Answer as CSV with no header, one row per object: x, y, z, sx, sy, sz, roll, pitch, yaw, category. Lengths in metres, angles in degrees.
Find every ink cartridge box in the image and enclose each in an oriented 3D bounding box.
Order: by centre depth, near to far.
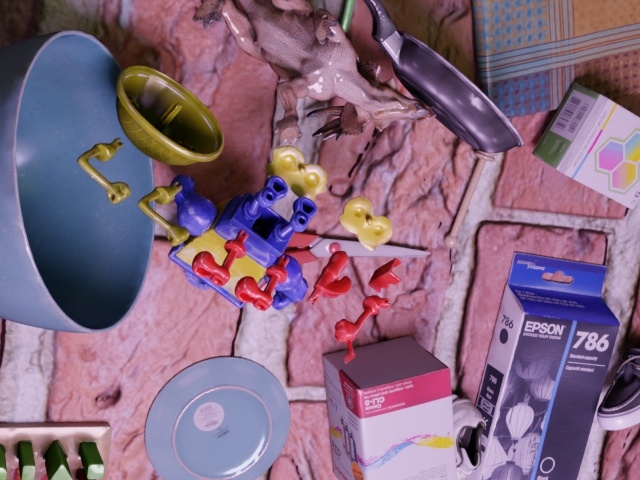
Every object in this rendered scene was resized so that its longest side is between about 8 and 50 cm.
0.088,0.233,1.251,0.128,0.128,0.176,-11,107,-18,ink cartridge box
0.392,-0.112,1.298,0.209,0.062,0.109,23,103,-30,ink cartridge box
0.309,0.190,1.363,0.166,0.065,0.332,7,100,-22,ink cartridge box

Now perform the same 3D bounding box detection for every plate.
-0.124,0.237,1.228,0.188,0.024,0.188,-6,106,-19,plate

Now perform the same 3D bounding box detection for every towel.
0.306,-0.351,1.238,0.272,0.040,0.370,-12,109,-17,towel

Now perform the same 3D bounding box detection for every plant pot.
-0.310,-0.051,0.972,0.196,0.290,0.290,-3,107,14,plant pot

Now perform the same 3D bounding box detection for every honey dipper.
0.196,-0.065,1.272,0.031,0.030,0.160,15,100,-24,honey dipper

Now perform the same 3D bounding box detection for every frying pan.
0.114,-0.196,1.095,0.053,0.197,0.326,-49,132,4,frying pan

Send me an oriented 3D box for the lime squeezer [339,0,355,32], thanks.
0.015,-0.395,1.102,0.110,0.059,0.310,-30,113,-12,lime squeezer

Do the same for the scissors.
0.000,0.000,1.216,0.297,0.021,0.108,-11,105,-17,scissors

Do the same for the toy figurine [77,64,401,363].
-0.120,0.006,1.067,0.363,0.217,0.191,35,52,-15,toy figurine

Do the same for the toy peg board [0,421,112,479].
-0.324,0.300,1.136,0.161,0.079,0.160,4,102,-22,toy peg board

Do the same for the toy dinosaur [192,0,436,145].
-0.022,-0.211,1.093,0.127,0.200,0.295,-41,84,14,toy dinosaur

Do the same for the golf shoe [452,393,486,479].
0.176,0.300,1.327,0.069,0.086,0.176,5,103,-24,golf shoe

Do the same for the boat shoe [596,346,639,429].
0.457,0.182,1.388,0.229,0.080,0.076,-29,102,-32,boat shoe
